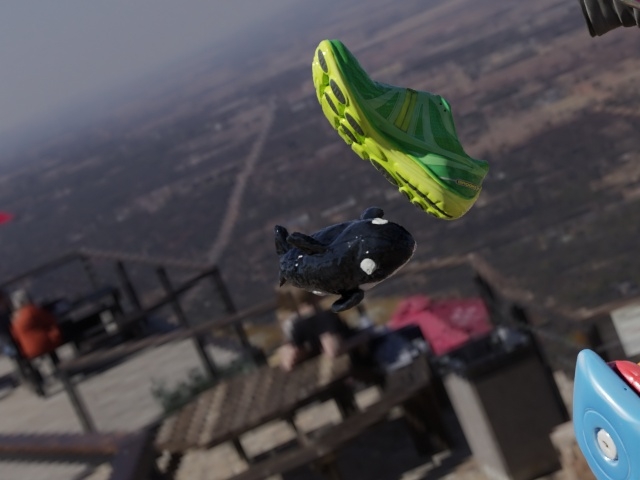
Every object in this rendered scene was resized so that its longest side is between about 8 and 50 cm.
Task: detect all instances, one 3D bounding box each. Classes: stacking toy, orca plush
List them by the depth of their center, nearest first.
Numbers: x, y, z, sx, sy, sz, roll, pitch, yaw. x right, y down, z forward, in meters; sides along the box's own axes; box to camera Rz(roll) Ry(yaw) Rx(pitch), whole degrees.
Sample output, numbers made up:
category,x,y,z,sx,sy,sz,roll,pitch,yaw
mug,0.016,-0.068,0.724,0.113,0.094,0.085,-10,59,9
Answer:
category,x,y,z,sx,sy,sz,roll,pitch,yaw
stacking toy,0.449,0.174,1.688,0.301,0.166,0.175,-24,44,-18
orca plush,0.000,0.000,1.922,0.151,0.102,0.287,-61,29,-7

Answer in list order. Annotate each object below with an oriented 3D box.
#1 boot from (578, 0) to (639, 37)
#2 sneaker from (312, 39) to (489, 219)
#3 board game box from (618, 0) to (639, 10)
category,x,y,z,sx,sy,sz,roll,pitch,yaw
boot,0.497,-0.325,2.149,0.222,0.338,0.118,-11,-2,18
sneaker,0.104,-0.159,1.958,0.123,0.295,0.109,-46,7,-18
board game box,0.321,-0.297,1.509,0.154,0.103,0.026,13,7,-37
